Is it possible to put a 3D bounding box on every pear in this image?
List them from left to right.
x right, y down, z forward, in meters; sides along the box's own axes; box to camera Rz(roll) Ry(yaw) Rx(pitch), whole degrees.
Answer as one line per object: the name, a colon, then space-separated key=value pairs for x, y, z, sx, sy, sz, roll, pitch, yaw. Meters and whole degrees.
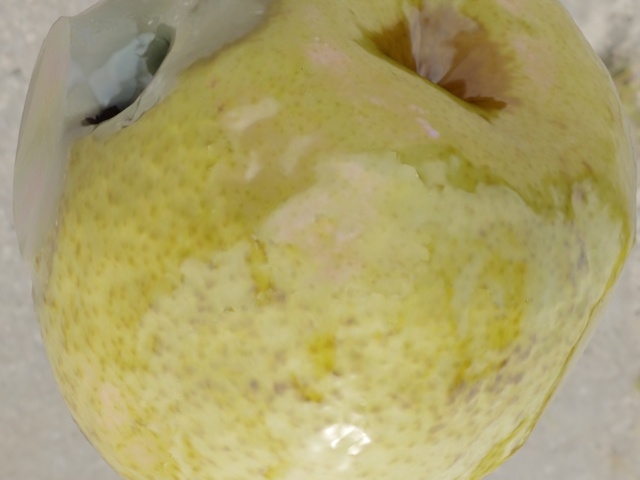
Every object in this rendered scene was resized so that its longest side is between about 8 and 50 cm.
pear: x=0.000 y=0.000 z=0.826 sx=0.271 sy=0.271 sz=0.271 roll=-18 pitch=143 yaw=-14
